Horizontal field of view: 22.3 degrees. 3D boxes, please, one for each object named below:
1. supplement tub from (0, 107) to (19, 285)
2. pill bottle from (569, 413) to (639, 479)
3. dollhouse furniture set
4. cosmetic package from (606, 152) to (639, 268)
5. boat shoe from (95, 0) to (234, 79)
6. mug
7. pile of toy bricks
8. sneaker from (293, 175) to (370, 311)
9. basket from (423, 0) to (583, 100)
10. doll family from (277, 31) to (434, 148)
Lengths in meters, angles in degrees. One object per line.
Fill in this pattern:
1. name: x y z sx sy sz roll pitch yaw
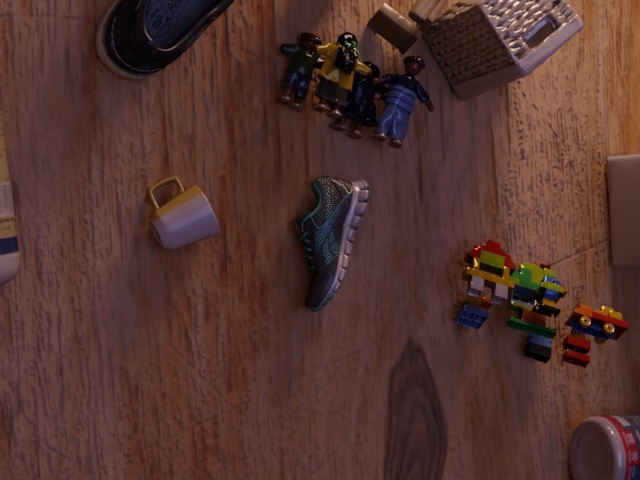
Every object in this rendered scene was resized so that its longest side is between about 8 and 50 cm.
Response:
1. supplement tub: -0.424 -0.101 1.585 0.228 0.228 0.316 -7 92 -26
2. pill bottle: 0.418 0.272 2.059 0.180 0.108 0.108 -1 89 -26
3. dollhouse furniture set: 0.093 -0.332 1.906 0.151 0.144 0.123 37 68 -6
4. cosmetic package: 0.547 -0.047 1.975 0.217 0.385 0.156 -4 92 -29
5. boat shoe: -0.123 -0.328 1.800 0.127 0.113 0.340 44 71 -18
6. mug: -0.159 -0.025 1.817 0.064 0.078 0.062 -27 134 -15
7. pile of toy bricks: 0.265 0.068 2.004 0.212 0.118 0.105 18 52 -9
8. sneaker: 0.000 0.000 1.894 0.076 0.065 0.166 18 78 -8
9. basket: 0.212 -0.250 1.939 0.113 0.167 0.103 -41 100 -21
10. doll family: 0.044 -0.187 1.907 0.193 0.076 0.111 25 74 -29
